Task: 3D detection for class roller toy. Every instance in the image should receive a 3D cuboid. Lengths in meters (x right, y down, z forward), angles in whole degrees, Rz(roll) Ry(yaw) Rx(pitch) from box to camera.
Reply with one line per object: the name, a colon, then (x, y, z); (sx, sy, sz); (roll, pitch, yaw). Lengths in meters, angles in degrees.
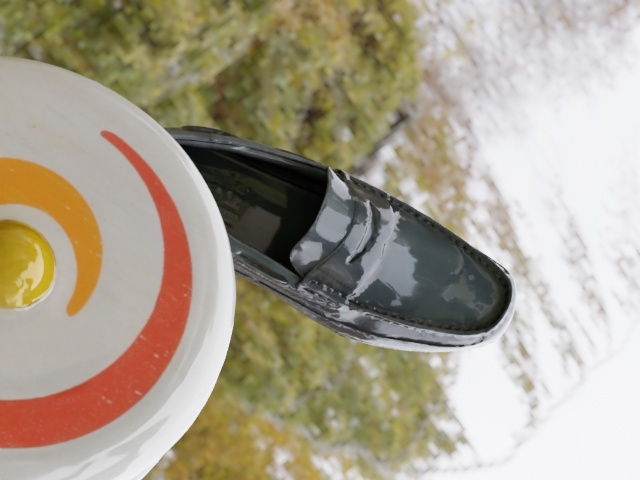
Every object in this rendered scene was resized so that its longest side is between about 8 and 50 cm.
roller toy: (-0.138, 0.025, 0.737); (0.191, 0.209, 0.146); (-7, 164, -20)

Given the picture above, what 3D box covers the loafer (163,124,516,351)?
loafer: (0.000, 0.000, 0.926); (0.078, 0.223, 0.076); (122, -11, -72)
